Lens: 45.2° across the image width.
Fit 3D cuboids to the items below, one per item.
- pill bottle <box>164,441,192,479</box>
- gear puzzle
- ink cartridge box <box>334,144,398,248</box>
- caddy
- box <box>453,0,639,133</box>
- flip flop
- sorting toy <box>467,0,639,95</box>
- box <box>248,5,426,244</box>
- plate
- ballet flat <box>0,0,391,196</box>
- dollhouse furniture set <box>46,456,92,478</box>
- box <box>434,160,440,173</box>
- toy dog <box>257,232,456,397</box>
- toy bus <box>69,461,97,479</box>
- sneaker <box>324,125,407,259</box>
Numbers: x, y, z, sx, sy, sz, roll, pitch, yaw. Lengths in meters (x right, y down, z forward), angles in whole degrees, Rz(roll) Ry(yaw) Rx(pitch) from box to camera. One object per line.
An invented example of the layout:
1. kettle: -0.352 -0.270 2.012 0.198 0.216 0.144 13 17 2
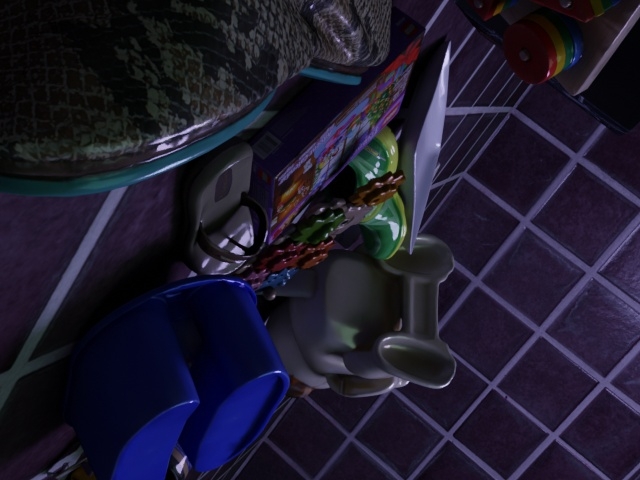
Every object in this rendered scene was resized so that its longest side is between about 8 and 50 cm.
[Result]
1. pill bottle: -0.226 0.280 1.235 0.219 0.122 0.123 -59 178 -45
2. gear puzzle: 0.000 0.000 1.137 0.339 0.044 0.175 -36 163 28
3. ink cartridge box: 0.095 -0.089 1.476 0.190 0.082 0.140 -37 162 -47
4. caddy: -0.188 0.175 0.962 0.241 0.179 0.341 -15 149 -34
5. box: 0.426 -0.347 1.279 0.179 0.343 0.312 -53 169 15
6. flip flop: -0.102 -0.020 0.899 0.112 0.080 0.277 -46 168 -25
7. sorting toy: 0.277 -0.336 0.984 0.089 0.256 0.257 -31 164 -16
8. box: 0.013 -0.146 1.009 0.293 0.057 0.201 -47 169 -20
9. plate: 0.175 -0.164 1.347 0.278 0.045 0.277 85 21 -52
10. ballet flat: -0.055 -0.172 0.479 0.483 0.163 0.182 -42 146 -64
11. dollhouse furniture set: -0.349 0.344 1.138 0.081 0.091 0.114 -31 167 -16
12. box: 0.171 -0.100 1.722 0.113 0.094 0.275 -46 168 -21
13. toy dog: 0.026 0.184 1.501 0.395 0.285 0.408 3 159 -23
14. toy bus: -0.314 0.382 1.293 0.332 0.108 0.130 -40 165 -43
15. sneaker: 0.064 -0.077 1.253 0.123 0.109 0.296 -28 137 -13
